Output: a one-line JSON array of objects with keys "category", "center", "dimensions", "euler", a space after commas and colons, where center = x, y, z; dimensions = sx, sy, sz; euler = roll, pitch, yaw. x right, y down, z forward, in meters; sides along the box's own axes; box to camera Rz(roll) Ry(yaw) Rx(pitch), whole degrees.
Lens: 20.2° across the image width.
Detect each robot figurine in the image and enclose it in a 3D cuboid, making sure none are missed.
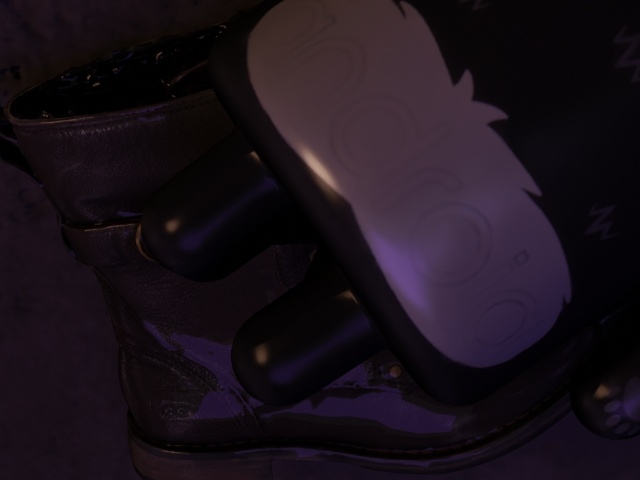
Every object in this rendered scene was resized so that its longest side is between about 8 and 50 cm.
[{"category": "robot figurine", "center": [0.070, -0.049, 0.675], "dimensions": [0.278, 0.173, 0.209], "euler": [-36, 125, -1]}]

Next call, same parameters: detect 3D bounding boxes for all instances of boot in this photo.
[{"category": "boot", "center": [0.000, 0.000, 0.805], "dimensions": [0.262, 0.091, 0.229], "euler": [-13, 126, -4]}]
